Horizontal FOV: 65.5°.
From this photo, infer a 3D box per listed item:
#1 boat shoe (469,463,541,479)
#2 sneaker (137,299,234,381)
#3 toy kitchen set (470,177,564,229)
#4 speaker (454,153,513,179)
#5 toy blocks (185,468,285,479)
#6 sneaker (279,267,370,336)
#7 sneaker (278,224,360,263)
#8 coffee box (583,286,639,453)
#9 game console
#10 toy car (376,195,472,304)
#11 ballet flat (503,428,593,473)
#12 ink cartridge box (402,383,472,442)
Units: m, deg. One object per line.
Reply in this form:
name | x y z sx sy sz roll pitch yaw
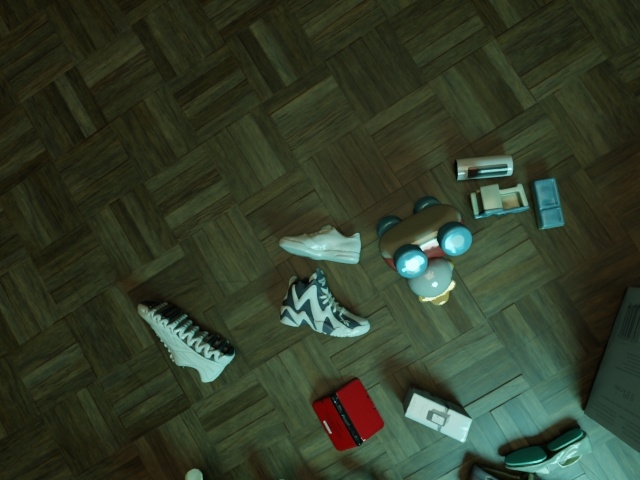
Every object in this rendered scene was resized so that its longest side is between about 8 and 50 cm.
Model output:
boat shoe | 0.500 0.609 1.196 0.285 0.103 0.093 8 94 13
sneaker | -0.374 0.264 1.319 0.292 0.110 0.118 34 102 7
toy kitchen set | 0.478 -0.079 1.183 0.207 0.166 0.122 -11 87 7
speaker | 0.408 -0.184 1.252 0.136 0.055 0.055 -4 88 7
toy blocks | -0.230 0.767 1.213 0.288 0.309 0.260 8 132 0
sneaker | 0.016 0.151 1.271 0.234 0.094 0.153 10 98 17
sneaker | 0.000 0.000 1.297 0.212 0.080 0.094 9 78 1
coffee box | 0.834 0.314 1.041 0.334 0.337 0.338 19 90 7
game console | 0.071 0.455 1.298 0.124 0.085 0.144 -34 83 36
toy car | 0.275 0.051 1.219 0.210 0.219 0.238 -28 114 5
ballet flat | 0.556 0.528 1.207 0.213 0.072 0.068 -26 94 6
ink cartridge box | 0.284 0.422 1.223 0.150 0.109 0.063 23 88 7
